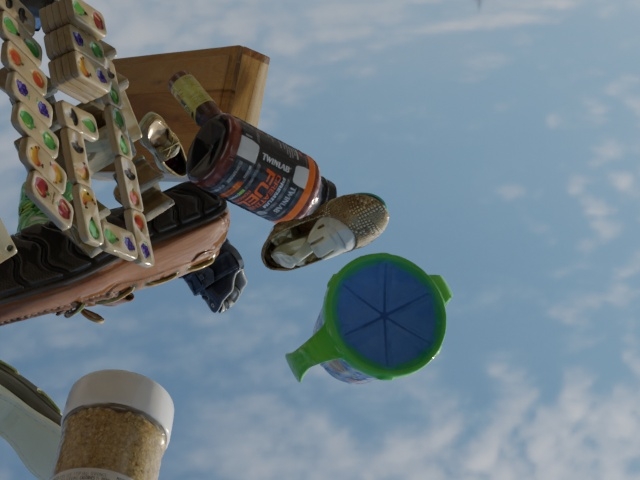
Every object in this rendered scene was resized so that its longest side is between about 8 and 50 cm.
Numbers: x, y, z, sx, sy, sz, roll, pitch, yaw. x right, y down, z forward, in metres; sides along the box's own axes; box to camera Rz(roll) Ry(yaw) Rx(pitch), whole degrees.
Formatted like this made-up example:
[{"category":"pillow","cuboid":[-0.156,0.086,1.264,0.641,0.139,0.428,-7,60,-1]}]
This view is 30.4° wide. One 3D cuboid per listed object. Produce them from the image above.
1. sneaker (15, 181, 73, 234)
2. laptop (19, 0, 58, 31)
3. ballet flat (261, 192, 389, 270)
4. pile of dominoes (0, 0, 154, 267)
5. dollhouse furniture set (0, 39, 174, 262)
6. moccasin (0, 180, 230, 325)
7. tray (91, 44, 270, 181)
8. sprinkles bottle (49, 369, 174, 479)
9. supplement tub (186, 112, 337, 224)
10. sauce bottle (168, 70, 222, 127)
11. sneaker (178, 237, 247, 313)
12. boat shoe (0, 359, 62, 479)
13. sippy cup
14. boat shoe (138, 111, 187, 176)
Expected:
[{"category":"sneaker","cuboid":[-0.463,-0.058,1.979,0.109,0.124,0.295,-1,-161,-20]},{"category":"laptop","cuboid":[-0.334,-0.461,1.479,0.236,0.382,0.407,-1,-171,-44]},{"category":"ballet flat","cuboid":[0.000,0.000,1.374,0.206,0.073,0.067,-24,-158,53]},{"category":"pile of dominoes","cuboid":[-0.219,-0.113,1.108,0.040,0.251,0.196,-21,160,18]},{"category":"dollhouse furniture set","cuboid":[-0.323,-0.095,1.321,0.242,0.212,0.161,-34,-140,-21]},{"category":"moccasin","cuboid":[-0.294,0.035,1.566,0.380,0.147,0.139,-26,-132,-37]},{"category":"tray","cuboid":[-0.261,-0.203,1.942,0.076,0.203,0.410,16,171,-42]},{"category":"sprinkles bottle","cuboid":[-0.235,0.303,1.207,0.121,0.121,0.355,1,-135,5]},{"category":"supplement tub","cuboid":[-0.072,-0.085,1.563,0.197,0.106,0.106,25,-167,-32]},{"category":"sauce bottle","cuboid":[-0.167,-0.186,1.668,0.042,0.042,0.128,-22,-119,-33]},{"category":"sneaker","cuboid":[-0.219,0.058,1.840,0.226,0.163,0.086,-30,-176,29]},{"category":"boat shoe","cuboid":[-0.469,0.301,1.937,0.305,0.109,0.091,41,-157,-9]},{"category":"sippy cup","cuboid":[0.090,0.167,2.209,0.305,0.224,0.240,11,-112,-13]},{"category":"boat shoe","cuboid":[-0.221,-0.136,1.688,0.045,0.135,0.050,31,-104,25]}]
